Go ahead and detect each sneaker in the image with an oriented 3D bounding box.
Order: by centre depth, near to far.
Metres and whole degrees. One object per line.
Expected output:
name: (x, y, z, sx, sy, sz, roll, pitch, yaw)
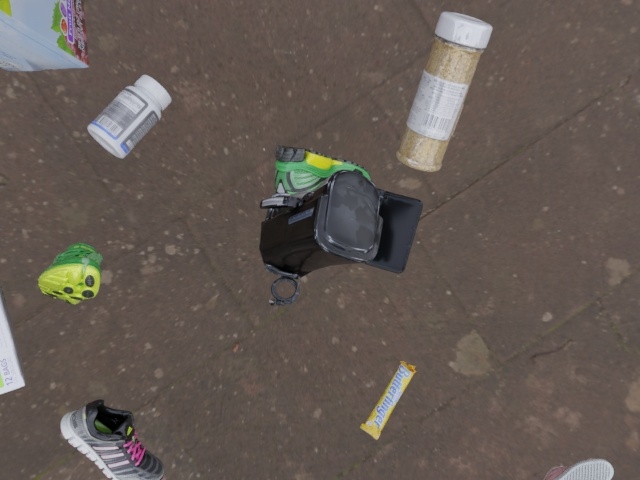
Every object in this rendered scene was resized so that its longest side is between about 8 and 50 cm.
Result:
sneaker: (-0.284, 0.289, 0.843, 0.170, 0.063, 0.075, 43, 110, -12)
sneaker: (0.454, 0.419, 1.054, 0.134, 0.070, 0.051, -38, 80, 19)
sneaker: (-0.510, 0.058, 1.210, 0.109, 0.295, 0.123, 23, 71, -26)
sneaker: (-0.001, -0.129, 1.394, 0.134, 0.343, 0.146, 16, 98, 35)

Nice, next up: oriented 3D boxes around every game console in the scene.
game console: (0.097, -0.018, 0.963, 0.071, 0.107, 0.122, 17, 90, -23)

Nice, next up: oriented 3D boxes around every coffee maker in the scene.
coffee maker: (0.000, 0.000, 0.838, 0.120, 0.178, 0.171, -8, 87, -31)

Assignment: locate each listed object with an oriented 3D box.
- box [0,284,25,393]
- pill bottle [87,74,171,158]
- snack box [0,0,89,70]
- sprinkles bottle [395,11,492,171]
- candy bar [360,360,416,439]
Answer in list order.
box: (-0.406, 0.110, 0.561, 0.203, 0.103, 0.114, -15, 102, -27)
pill bottle: (-0.328, -0.217, 1.023, 0.078, 0.078, 0.137, 39, 74, -2)
snack box: (-0.206, -0.223, 0.347, 0.070, 0.174, 0.207, -4, 92, -1)
sprinkles bottle: (0.284, -0.344, 1.391, 0.121, 0.121, 0.355, 14, 119, -3)
candy bar: (0.136, 0.310, 1.159, 0.040, 0.018, 0.161, 29, 73, 19)
